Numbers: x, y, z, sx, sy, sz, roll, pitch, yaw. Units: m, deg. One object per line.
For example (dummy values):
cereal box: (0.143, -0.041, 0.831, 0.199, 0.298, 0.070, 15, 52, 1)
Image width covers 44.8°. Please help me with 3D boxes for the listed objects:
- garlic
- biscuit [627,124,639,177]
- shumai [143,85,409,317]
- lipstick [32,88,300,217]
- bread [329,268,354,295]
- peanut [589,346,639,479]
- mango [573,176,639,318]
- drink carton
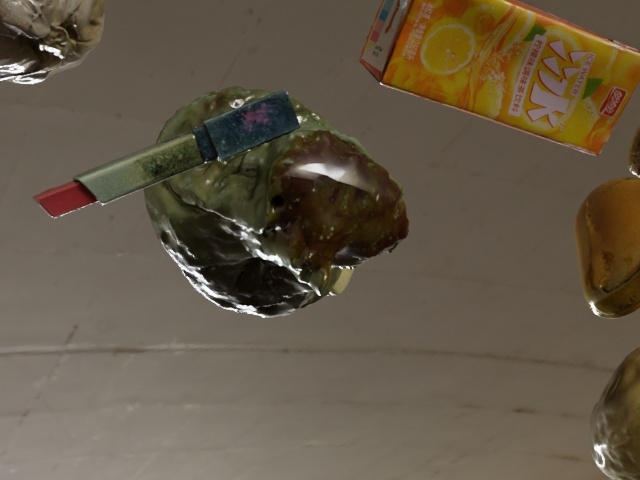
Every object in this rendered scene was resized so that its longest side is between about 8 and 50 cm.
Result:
garlic: (-0.346, -0.272, 0.907, 0.228, 0.152, 0.228, -41, -5, -4)
biscuit: (0.740, -0.180, 1.473, 0.091, 0.274, 0.213, -37, -38, -59)
shumai: (-0.037, -0.039, 1.138, 0.324, 0.323, 0.397, -50, -58, -16)
lipstick: (-0.176, -0.092, 0.890, 0.312, 0.051, 0.051, -23, 12, -6)
bread: (0.000, 0.000, 1.444, 0.060, 0.139, 0.178, -13, -54, 37)
peanut: (0.331, 0.169, 0.760, 0.140, 0.109, 0.159, -42, -27, -32)
mango: (0.461, 0.009, 1.177, 0.136, 0.236, 0.166, 29, -22, -19)
drink carton: (0.154, -0.151, 0.649, 0.223, 0.071, 0.096, 14, -67, -21)
